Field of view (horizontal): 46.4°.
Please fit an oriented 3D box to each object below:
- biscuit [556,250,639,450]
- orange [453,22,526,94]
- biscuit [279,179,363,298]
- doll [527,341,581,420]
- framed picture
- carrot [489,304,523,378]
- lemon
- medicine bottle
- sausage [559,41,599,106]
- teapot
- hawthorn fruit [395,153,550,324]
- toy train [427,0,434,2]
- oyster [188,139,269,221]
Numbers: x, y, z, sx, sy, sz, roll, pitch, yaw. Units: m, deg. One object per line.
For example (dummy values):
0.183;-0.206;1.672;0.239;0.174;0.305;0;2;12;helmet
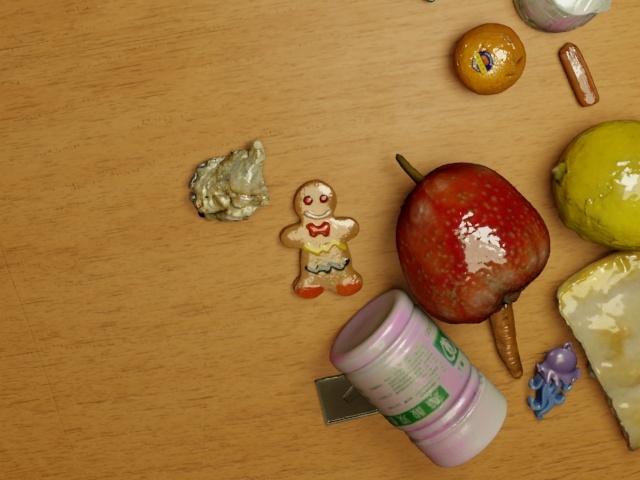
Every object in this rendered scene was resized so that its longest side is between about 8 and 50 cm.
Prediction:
0.728;0.171;1.562;0.446;0.104;0.429;-36;103;9;biscuit
0.322;-0.343;1.419;0.135;0.117;0.135;7;106;27;orange
0.000;0.000;1.532;0.165;0.036;0.250;-7;103;-1;biscuit
0.498;0.303;1.608;0.110;0.067;0.206;7;115;-18;doll
0.071;0.338;1.628;0.149;0.011;0.109;-13;104;1;framed picture
0.391;0.191;1.582;0.059;0.059;0.248;-15;106;2;carrot
0.588;-0.102;1.418;0.284;0.260;0.260;36;100;-7;lemon
0.197;0.278;1.516;0.212;0.212;0.325;-42;102;8;medicine bottle
0.507;-0.326;1.467;0.041;0.039;0.131;-25;102;12;sausage
0.442;-0.492;1.354;0.163;0.178;0.221;-19;102;2;teapot
0.257;-0.019;1.426;0.285;0.285;0.369;-38;92;7;hawthorn fruit
0.201;-0.504;1.413;0.064;0.044;0.103;3;101;1;toy train
-0.174;-0.115;1.478;0.163;0.081;0.191;21;98;-2;oyster
